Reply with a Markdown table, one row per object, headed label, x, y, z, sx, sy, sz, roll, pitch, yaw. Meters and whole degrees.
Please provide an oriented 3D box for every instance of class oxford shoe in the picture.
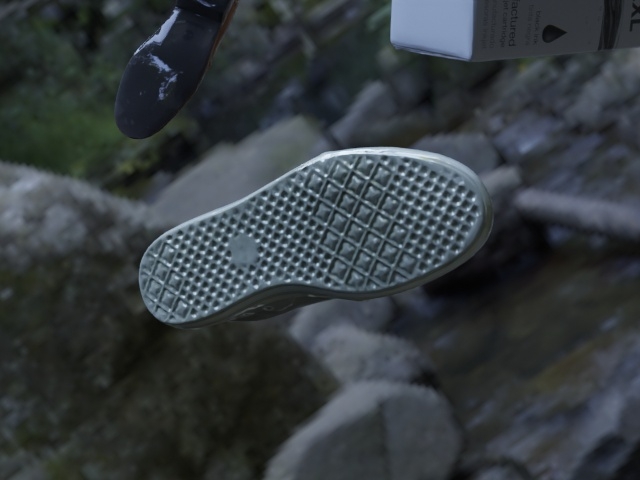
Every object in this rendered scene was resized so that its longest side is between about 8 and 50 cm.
| label | x | y | z | sx | sy | sz | roll | pitch | yaw |
| --- | --- | --- | --- | --- | --- | --- | --- | --- | --- |
| oxford shoe | 0.000 | 0.000 | 2.042 | 0.449 | 0.169 | 0.130 | -17 | -9 | 32 |
| oxford shoe | -0.135 | -0.191 | 1.862 | 0.212 | 0.076 | 0.076 | -58 | -13 | -2 |

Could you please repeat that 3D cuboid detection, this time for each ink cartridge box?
| label | x | y | z | sx | sy | sz | roll | pitch | yaw |
| --- | --- | --- | --- | --- | --- | --- | --- | --- | --- |
| ink cartridge box | 0.229 | -0.300 | 1.798 | 0.307 | 0.223 | 0.129 | -9 | 17 | -35 |
